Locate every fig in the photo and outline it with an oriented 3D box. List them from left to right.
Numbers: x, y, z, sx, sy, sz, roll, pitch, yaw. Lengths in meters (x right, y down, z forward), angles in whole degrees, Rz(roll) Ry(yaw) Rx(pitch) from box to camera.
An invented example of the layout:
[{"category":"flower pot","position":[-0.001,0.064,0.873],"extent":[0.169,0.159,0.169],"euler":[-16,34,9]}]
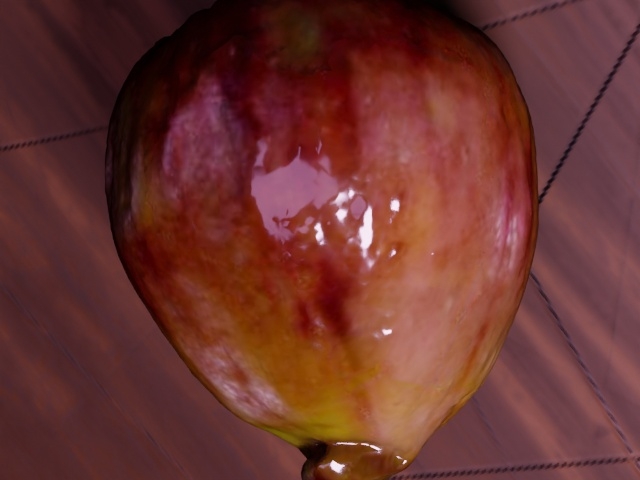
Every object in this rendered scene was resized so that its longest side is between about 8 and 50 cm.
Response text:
[{"category":"fig","position":[0.001,-0.012,0.962],"extent":[0.224,0.224,0.263],"euler":[-2,121,24]}]
